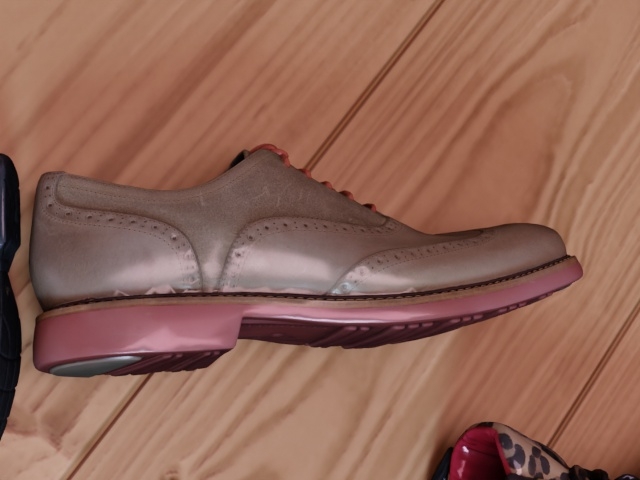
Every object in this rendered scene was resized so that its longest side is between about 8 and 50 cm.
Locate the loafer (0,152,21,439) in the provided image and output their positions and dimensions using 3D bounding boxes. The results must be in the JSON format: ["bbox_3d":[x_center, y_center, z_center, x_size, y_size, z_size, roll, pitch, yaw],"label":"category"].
[{"bbox_3d":[-0.201,0.037,0.756,0.061,0.062,0.170,-1,79,-1],"label":"loafer"}]

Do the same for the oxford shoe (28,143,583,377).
[{"bbox_3d":[0.000,0.000,0.811,0.348,0.123,0.130,-4,78,-25],"label":"oxford shoe"}]

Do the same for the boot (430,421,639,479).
[{"bbox_3d":[0.223,0.165,0.876,0.284,0.138,0.377,16,85,-21],"label":"boot"}]
